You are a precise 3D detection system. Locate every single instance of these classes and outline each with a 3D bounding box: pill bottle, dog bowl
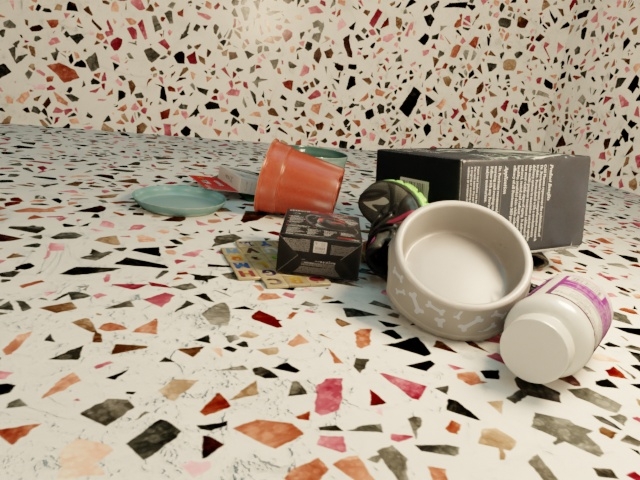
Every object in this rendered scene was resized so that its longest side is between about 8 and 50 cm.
[{"bbox_3d":[0.475,0.177,1.138,0.169,0.169,0.302,19,21,34],"label":"pill bottle"},{"bbox_3d":[0.316,0.052,1.285,0.349,0.102,0.348,1,52,-1],"label":"dog bowl"}]

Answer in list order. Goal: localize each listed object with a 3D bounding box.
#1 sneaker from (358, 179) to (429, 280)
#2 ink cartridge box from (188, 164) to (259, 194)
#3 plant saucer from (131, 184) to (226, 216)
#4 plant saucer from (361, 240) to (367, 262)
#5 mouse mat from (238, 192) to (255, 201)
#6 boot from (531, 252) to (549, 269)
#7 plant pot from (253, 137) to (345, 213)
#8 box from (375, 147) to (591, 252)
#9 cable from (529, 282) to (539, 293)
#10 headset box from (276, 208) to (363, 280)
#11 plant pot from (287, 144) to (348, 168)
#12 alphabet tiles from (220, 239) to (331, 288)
[{"bbox_3d":[0.201,-0.016,1.509,0.202,0.185,0.482,-7,35,-18],"label":"sneaker"},{"bbox_3d":[-0.361,-0.245,2.243,0.261,0.066,0.296,6,13,-29],"label":"ink cartridge box"},{"bbox_3d":[-0.490,-0.136,1.956,0.318,0.043,0.317,7,17,-2],"label":"plant saucer"},{"bbox_3d":[0.204,0.046,1.658,0.200,0.037,0.200,6,17,-2],"label":"plant saucer"},{"bbox_3d":[-0.225,-0.176,2.240,0.190,0.007,0.152,0,19,-24],"label":"mouse mat"},{"bbox_3d":[0.698,0.033,1.827,0.190,0.076,0.208,-7,11,2],"label":"boot"},{"bbox_3d":[-0.065,-0.194,1.979,0.265,0.272,0.272,16,18,3],"label":"plant pot"},{"bbox_3d":[0.488,-0.141,1.793,0.472,0.297,0.480,-3,13,-23],"label":"box"},{"bbox_3d":[0.524,0.139,1.471,0.185,0.047,0.150,-1,19,-24],"label":"cable"},{"bbox_3d":[0.000,0.000,1.565,0.218,0.110,0.293,7,18,-1],"label":"headset box"},{"bbox_3d":[-0.046,-0.265,2.271,0.293,0.196,0.293,6,17,-2],"label":"plant pot"},{"bbox_3d":[-0.112,0.058,1.544,0.285,0.011,0.342,0,19,-22],"label":"alphabet tiles"}]
